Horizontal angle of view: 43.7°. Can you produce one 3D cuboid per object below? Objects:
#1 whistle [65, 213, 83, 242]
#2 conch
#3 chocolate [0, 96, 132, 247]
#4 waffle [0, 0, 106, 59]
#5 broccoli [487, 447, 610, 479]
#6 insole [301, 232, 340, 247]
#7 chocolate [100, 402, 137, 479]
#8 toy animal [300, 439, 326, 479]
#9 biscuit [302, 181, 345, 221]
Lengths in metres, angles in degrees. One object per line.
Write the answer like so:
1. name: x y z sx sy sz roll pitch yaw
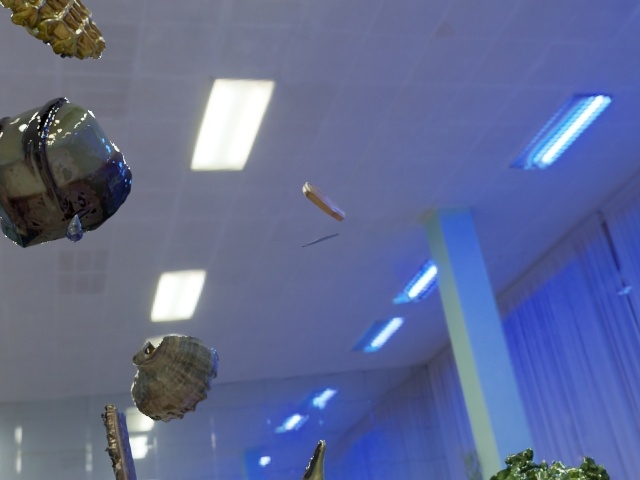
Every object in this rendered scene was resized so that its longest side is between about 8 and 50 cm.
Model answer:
1. whistle: -0.424 -0.017 1.377 0.029 0.033 0.083 15 -25 -11
2. conch: -0.242 0.215 1.309 0.155 0.130 0.207 -40 -40 -25
3. chocolate: -0.515 -0.146 1.489 0.284 0.283 0.186 -13 -47 7
4. waffle: -0.547 -0.478 1.538 0.062 0.329 0.329 -36 -33 14
5. broccoli: 0.323 0.377 0.857 0.302 0.249 0.375 8 -23 40
6. insole: 0.000 0.000 1.550 0.053 0.002 0.153 -15 -3 -25
7. chocolate: -0.494 0.562 1.989 0.065 0.329 0.102 -13 -36 -14
8. toy animal: -0.024 0.251 0.706 0.098 0.137 0.098 -8 -12 -2
9. biscuit: 0.011 -0.119 2.404 0.029 0.142 0.221 -47 -35 10
